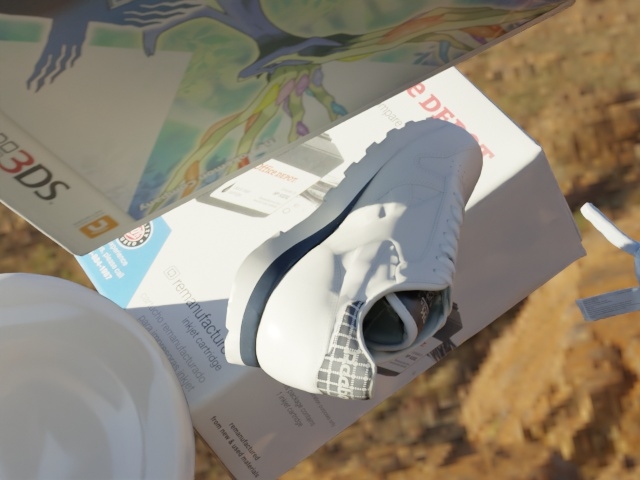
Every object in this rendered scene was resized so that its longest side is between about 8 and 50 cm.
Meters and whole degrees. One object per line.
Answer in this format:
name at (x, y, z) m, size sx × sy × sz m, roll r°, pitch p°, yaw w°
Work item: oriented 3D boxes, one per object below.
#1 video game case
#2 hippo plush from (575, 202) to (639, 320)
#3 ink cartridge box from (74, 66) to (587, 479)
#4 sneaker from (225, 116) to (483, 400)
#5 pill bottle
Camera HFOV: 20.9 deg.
video game case at (-0.047, -0.119, 0.869) m, size 0.329 × 0.036 × 0.300 m, roll -27°, pitch -24°, yaw 8°
hippo plush at (0.455, 0.081, 1.826) m, size 0.237 × 0.234 × 0.294 m, roll 11°, pitch -10°, yaw -40°
ink cartridge box at (0.000, 0.000, 1.276) m, size 0.307 × 0.129 × 0.223 m, roll -36°, pitch 47°, yaw -5°
sneaker at (0.043, 0.012, 0.987) m, size 0.095 × 0.090 × 0.235 m, roll 18°, pitch 42°, yaw 26°
pill bottle at (-0.274, 0.166, 1.222) m, size 0.229 × 0.229 × 0.408 m, roll -19°, pitch -1°, yaw -33°
